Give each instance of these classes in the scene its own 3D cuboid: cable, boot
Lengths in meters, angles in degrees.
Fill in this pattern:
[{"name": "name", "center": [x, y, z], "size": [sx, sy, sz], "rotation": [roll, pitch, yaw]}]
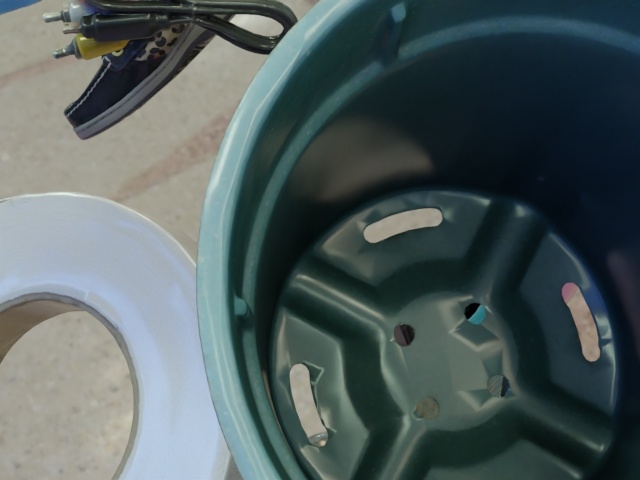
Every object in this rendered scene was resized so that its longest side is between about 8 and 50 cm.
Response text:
[{"name": "cable", "center": [-0.169, -0.269, 1.400], "size": [0.287, 0.139, 0.072], "rotation": [-5, 36, -7]}, {"name": "boot", "center": [-0.256, -0.322, 1.513], "size": [0.377, 0.284, 0.138], "rotation": [-38, 15, 32]}]

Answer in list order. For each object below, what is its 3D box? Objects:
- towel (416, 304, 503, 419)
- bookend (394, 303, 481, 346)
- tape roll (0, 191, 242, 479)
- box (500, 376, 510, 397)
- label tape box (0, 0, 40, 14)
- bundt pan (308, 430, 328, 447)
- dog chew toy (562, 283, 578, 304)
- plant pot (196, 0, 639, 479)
[{"name": "towel", "center": [0.113, 0.242, 1.399], "size": [0.040, 0.272, 0.370], "rotation": [17, 27, 27]}, {"name": "bookend", "center": [0.158, 0.083, 1.832], "size": [0.156, 0.157, 0.072], "rotation": [-28, 26, -17]}, {"name": "tape roll", "center": [-0.234, 0.150, 1.094], "size": [0.392, 0.072, 0.392], "rotation": [-5, 76, 21]}, {"name": "box", "center": [0.310, 0.325, 2.301], "size": [0.044, 0.159, 0.233], "rotation": [-3, 55, -31]}, {"name": "label tape box", "center": [-0.360, -0.264, 0.802], "size": [0.333, 0.241, 0.106], "rotation": [5, 24, 22]}, {"name": "bundt pan", "center": [0.082, 0.369, 1.638], "size": [0.124, 0.331, 0.331], "rotation": [-50, 41, -2]}, {"name": "dog chew toy", "center": [0.280, 0.065, 2.086], "size": [0.331, 0.207, 0.206], "rotation": [-23, 34, -29]}, {"name": "plant pot", "center": [0.102, 0.048, 0.682], "size": [0.341, 0.341, 0.334], "rotation": [-21, -8, -9]}]
